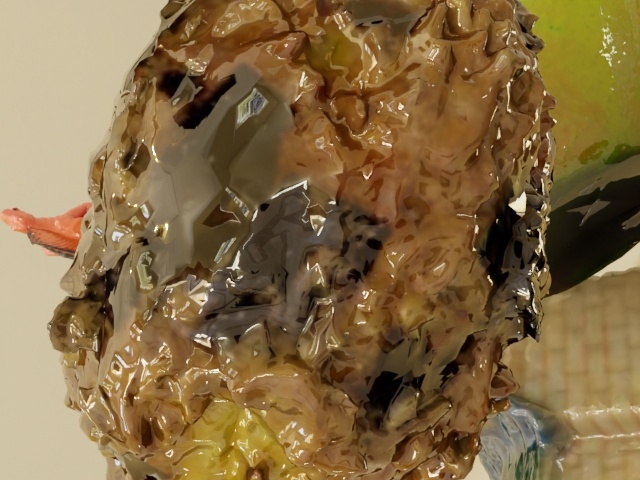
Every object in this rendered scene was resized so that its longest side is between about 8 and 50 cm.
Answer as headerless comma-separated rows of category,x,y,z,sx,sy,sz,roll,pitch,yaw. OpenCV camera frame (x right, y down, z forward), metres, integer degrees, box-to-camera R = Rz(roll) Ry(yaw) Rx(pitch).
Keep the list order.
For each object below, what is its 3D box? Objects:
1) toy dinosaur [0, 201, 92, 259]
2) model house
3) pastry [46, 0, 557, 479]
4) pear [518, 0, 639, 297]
toy dinosaur,-0.229,0.010,1.398,0.286,0.139,0.070,15,-83,0
model house,0.334,0.300,1.439,0.400,0.445,0.395,-7,-40,17
pastry,0.004,-0.017,0.754,0.337,0.293,0.405,91,-159,-47
pear,0.246,-0.070,1.266,0.399,0.165,0.398,-23,-36,-18
